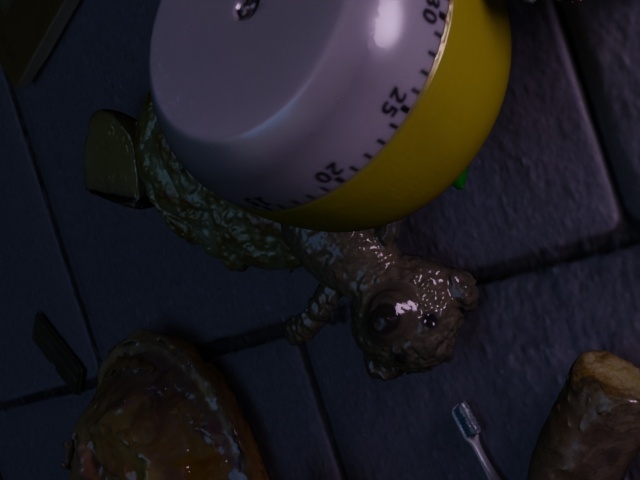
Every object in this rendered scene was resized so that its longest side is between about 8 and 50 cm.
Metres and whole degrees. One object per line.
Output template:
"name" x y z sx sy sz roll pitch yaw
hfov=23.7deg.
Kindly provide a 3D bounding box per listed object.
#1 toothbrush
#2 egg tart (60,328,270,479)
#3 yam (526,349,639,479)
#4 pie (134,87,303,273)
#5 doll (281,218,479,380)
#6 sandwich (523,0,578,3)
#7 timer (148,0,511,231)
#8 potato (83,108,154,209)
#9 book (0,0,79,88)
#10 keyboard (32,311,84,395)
"toothbrush" 0.179 0.257 1.310 0.263 0.022 0.026 63 158 15
"egg tart" -0.192 0.279 1.762 0.352 0.150 0.352 25 124 44
"yam" 0.180 0.240 1.225 0.081 0.081 0.357 45 130 36
"pie" -0.073 -0.075 1.443 0.248 0.090 0.201 47 123 14
"doll" 0.013 -0.010 1.322 0.202 0.091 0.286 -21 88 24
"sandwich" 0.171 -0.246 0.998 0.079 0.113 0.163 32 129 45
"timer" 0.038 -0.122 1.133 0.285 0.285 0.285 30 128 46
"potato" -0.210 -0.097 1.681 0.096 0.066 0.103 19 116 34
"book" -0.346 -0.380 1.780 0.389 0.032 0.269 -41 69 55
"keyboard" -0.354 0.152 2.060 0.129 0.015 0.049 45 133 36
